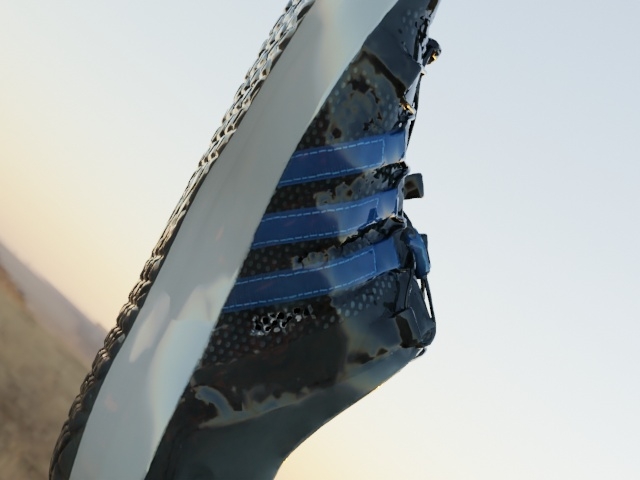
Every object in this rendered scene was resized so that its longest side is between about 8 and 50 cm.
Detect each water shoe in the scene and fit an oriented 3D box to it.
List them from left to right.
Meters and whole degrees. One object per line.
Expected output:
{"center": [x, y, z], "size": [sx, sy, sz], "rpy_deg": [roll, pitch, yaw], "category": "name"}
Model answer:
{"center": [0.000, 0.000, 0.380], "size": [0.080, 0.203, 0.073], "rpy_deg": [29, 1, -10], "category": "water shoe"}
